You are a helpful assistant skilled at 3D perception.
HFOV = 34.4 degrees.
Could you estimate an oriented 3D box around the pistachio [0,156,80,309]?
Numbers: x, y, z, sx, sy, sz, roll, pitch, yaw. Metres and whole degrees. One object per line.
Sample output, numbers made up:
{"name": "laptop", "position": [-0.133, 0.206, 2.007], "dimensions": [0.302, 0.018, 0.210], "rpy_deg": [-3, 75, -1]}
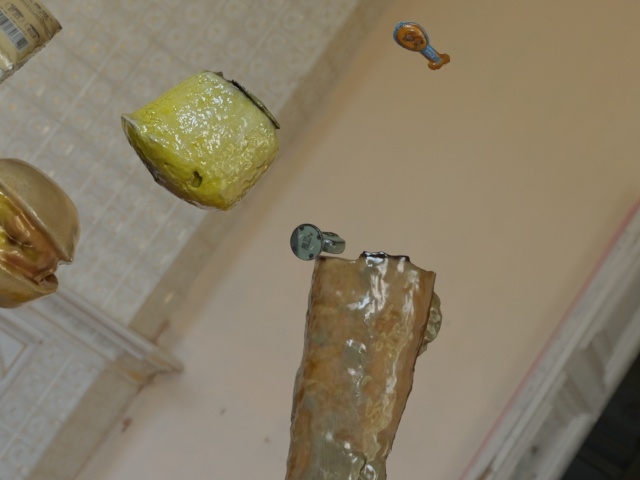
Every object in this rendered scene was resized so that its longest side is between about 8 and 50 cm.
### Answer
{"name": "pistachio", "position": [-0.488, -0.012, 1.592], "dimensions": [0.230, 0.230, 0.309], "rpy_deg": [32, -11, 15]}

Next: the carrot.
{"name": "carrot", "position": [0.014, 0.134, 0.745], "dimensions": [0.101, 0.263, 0.102], "rpy_deg": [12, -7, 2]}

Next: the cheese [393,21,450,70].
{"name": "cheese", "position": [0.153, -0.298, 1.579], "dimensions": [0.047, 0.017, 0.111], "rpy_deg": [-31, -50, 34]}

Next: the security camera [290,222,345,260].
{"name": "security camera", "position": [0.000, 0.000, 1.537], "dimensions": [0.058, 0.058, 0.092], "rpy_deg": [31, 17, 20]}

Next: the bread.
{"name": "bread", "position": [-0.161, -0.136, 1.403], "dimensions": [0.197, 0.170, 0.197], "rpy_deg": [45, -7, 7]}

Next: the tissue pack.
{"name": "tissue pack", "position": [-0.415, -0.282, 1.172], "dimensions": [0.222, 0.090, 0.186], "rpy_deg": [47, 20, -17]}
